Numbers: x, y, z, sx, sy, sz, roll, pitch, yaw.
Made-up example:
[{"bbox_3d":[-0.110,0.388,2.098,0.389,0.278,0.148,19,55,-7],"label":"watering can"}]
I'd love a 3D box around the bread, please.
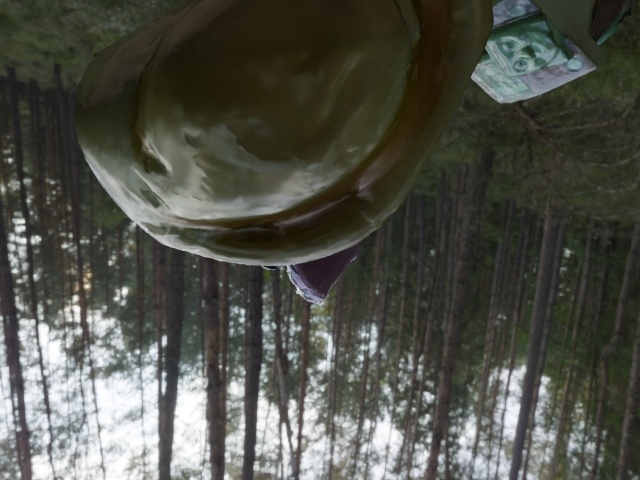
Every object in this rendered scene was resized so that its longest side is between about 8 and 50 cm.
[{"bbox_3d":[-0.026,-0.113,0.465,0.300,0.210,0.341,-39,-155,-8],"label":"bread"}]

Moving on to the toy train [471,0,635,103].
[{"bbox_3d":[0.231,-0.295,0.616,0.129,0.326,0.159,33,155,-25],"label":"toy train"}]

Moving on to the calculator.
[{"bbox_3d":[0.001,0.001,1.172,0.043,0.294,0.194,26,-114,32],"label":"calculator"}]

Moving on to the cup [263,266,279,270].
[{"bbox_3d":[-0.006,-0.101,0.838,0.288,0.203,0.203,-44,-142,-21],"label":"cup"}]
